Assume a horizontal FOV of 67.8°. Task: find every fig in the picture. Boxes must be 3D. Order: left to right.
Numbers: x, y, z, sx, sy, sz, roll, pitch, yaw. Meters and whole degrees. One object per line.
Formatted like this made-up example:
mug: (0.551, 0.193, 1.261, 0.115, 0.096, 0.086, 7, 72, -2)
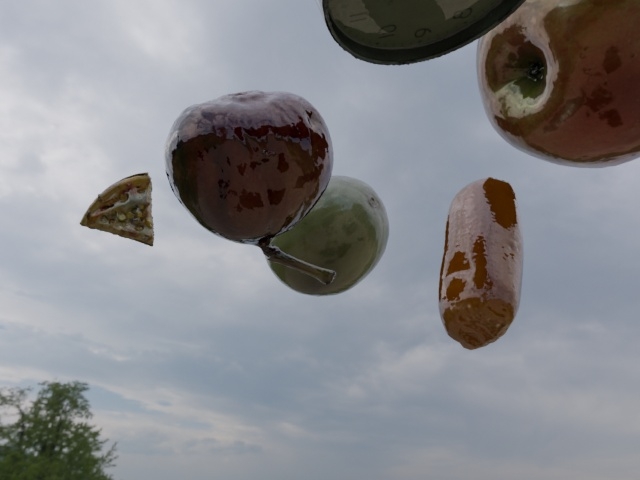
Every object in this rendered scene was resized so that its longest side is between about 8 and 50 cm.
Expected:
fig: (-0.088, -0.061, 0.608, 0.204, 0.186, 0.249, -22, -52, -34)

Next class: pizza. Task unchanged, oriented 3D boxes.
pizza: (-0.435, -0.050, 1.054, 0.185, 0.176, 0.036, -29, -15, -7)

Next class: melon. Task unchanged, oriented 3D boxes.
melon: (0.007, -0.008, 1.031, 0.272, 0.271, 0.308, 9, -39, -7)

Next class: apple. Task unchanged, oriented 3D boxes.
apple: (0.367, -0.252, 0.655, 0.277, 0.319, 0.319, -6, -29, -14)

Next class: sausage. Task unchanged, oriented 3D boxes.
sausage: (0.188, 0.013, 0.557, 0.098, 0.238, 0.098, 12, -42, 11)

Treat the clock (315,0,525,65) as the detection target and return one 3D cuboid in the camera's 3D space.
clock: (0.098, -0.237, 0.410, 0.215, 0.041, 0.215, -12, -18, -4)
